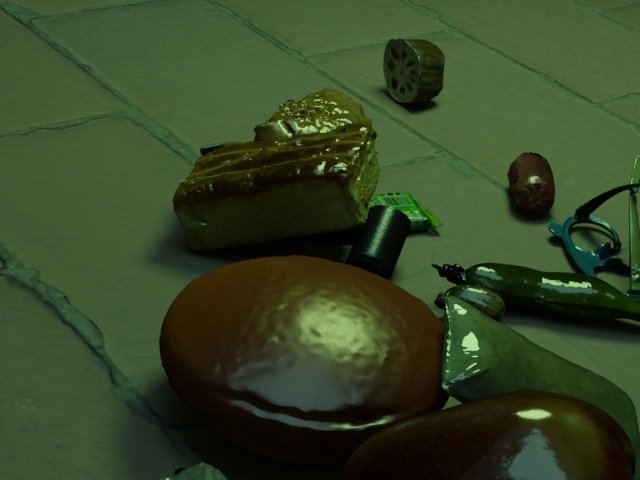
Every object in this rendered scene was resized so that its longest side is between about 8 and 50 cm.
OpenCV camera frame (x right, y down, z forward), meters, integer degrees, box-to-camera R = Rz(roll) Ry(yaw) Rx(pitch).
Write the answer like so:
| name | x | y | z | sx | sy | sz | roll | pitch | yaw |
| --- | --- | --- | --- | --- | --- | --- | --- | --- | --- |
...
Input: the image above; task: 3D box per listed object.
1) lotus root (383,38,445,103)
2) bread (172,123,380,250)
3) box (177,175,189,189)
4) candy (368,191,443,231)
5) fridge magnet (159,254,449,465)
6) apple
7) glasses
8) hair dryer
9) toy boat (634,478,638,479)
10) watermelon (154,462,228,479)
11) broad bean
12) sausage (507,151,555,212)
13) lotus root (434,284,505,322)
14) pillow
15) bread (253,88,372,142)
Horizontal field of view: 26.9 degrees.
| name | x | y | z | sx | sy | sz | roll | pitch | yaw |
| --- | --- | --- | --- | --- | --- | --- | --- | --- | --- |
| lotus root | 0.171 | -0.317 | 2.474 | 0.081 | 0.122 | 0.112 | -17 | 29 | -37 |
| bread | -0.059 | -0.083 | 1.964 | 0.275 | 0.114 | 0.184 | -7 | 29 | 17 |
| box | -0.157 | -0.100 | 2.145 | 0.073 | 0.020 | 0.149 | 23 | 35 | 25 |
| candy | 0.091 | -0.039 | 2.080 | 0.178 | 0.032 | 0.102 | -6 | 36 | -21 |
| fridge magnet | -0.015 | 0.141 | 1.634 | 0.364 | 0.155 | 0.363 | 5 | 31 | -3 |
| apple | 0.182 | 0.286 | 1.319 | 0.317 | 0.288 | 0.288 | -7 | 31 | 4 |
| glasses | 0.471 | -0.023 | 2.019 | 0.102 | 0.207 | 0.239 | 34 | 21 | -28 |
| hair dryer | 0.000 | -0.002 | 1.964 | 0.248 | 0.070 | 0.114 | 6 | 51 | 21 |
| toy boat | 0.344 | 0.322 | 1.463 | 0.100 | 0.097 | 0.223 | -25 | 26 | -36 |
| watermelon | -0.130 | 0.314 | 1.220 | 0.387 | 0.258 | 0.228 | 10 | 33 | -1 |
| broad bean | 0.323 | 0.073 | 1.907 | 0.339 | 0.061 | 0.077 | 8 | 16 | 2 |
| sausage | 0.345 | -0.094 | 2.184 | 0.076 | 0.076 | 0.141 | 8 | 30 | 2 |
| lotus root | 0.208 | 0.089 | 1.863 | 0.099 | 0.054 | 0.049 | 11 | 41 | 8 |
| pillow | 0.272 | 0.188 | 1.611 | 0.302 | 0.075 | 0.185 | 30 | 31 | -14 |
| bread | 0.001 | -0.147 | 2.155 | 0.139 | 0.143 | 0.229 | 35 | 43 | 22 |
